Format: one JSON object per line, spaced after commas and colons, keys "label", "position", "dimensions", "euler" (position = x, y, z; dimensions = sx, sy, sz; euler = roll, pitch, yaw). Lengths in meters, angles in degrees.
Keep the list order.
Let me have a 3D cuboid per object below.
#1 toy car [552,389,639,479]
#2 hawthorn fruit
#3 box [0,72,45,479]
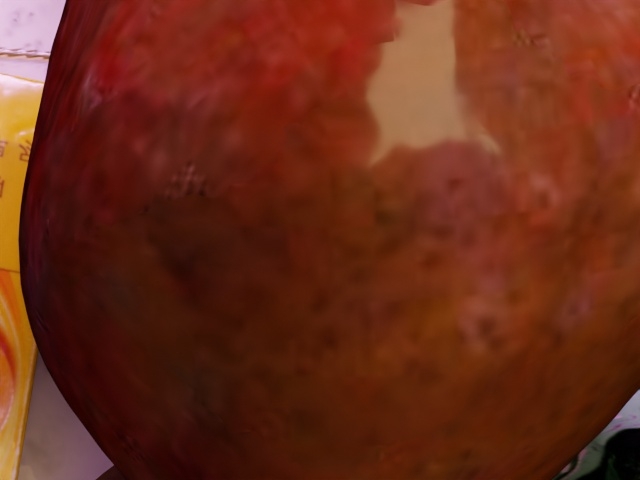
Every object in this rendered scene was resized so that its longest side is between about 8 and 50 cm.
{"label": "toy car", "position": [0.113, 0.162, 0.738], "dimensions": [0.306, 0.125, 0.136], "euler": [-19, 87, -20]}
{"label": "hawthorn fruit", "position": [0.014, -0.017, 0.645], "dimensions": [0.308, 0.308, 0.324], "euler": [25, 69, -14]}
{"label": "box", "position": [-0.205, 0.045, 0.685], "dimensions": [0.152, 0.043, 0.269], "euler": [12, 77, -17]}
